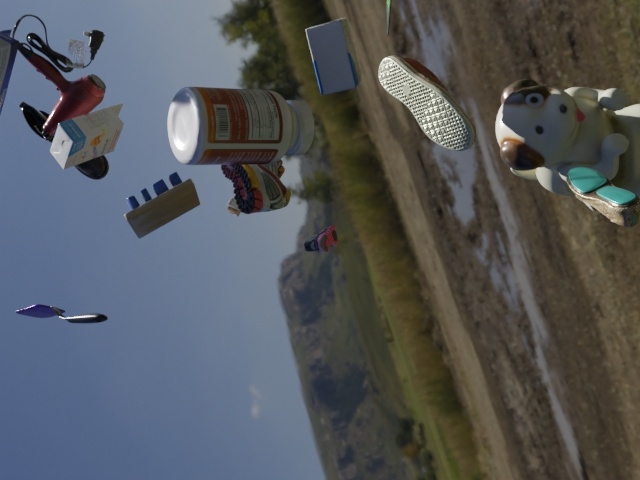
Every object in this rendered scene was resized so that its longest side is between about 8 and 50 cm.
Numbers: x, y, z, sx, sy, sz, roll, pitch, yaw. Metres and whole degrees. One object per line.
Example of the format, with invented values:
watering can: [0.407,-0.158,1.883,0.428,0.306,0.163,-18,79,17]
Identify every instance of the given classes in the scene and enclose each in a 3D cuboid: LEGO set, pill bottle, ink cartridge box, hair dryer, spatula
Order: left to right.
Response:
ink cartridge box: [-0.711,-0.321,1.744,0.311,0.065,0.185,-73,8,-67]
hair dryer: [-0.644,-0.402,2.111,0.080,0.224,0.293,-76,-4,-70]
spatula: [-0.568,0.167,1.897,0.084,0.297,0.030,22,-106,-48]
ink cartridge box: [-0.528,-0.245,1.983,0.061,0.181,0.104,50,137,11]
pill bottle: [-0.123,-0.181,1.359,0.121,0.216,0.121,8,99,55]
LEGO set: [-0.227,-0.209,2.581,0.107,0.132,0.286,157,112,-72]
ink cartridge box: [0.033,-0.415,1.904,0.203,0.086,0.148,-72,-32,-74]

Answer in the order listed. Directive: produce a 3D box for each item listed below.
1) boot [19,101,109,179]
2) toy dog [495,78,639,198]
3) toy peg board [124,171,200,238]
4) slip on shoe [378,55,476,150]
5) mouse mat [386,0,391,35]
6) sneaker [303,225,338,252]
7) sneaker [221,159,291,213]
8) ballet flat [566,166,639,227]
boot: [-0.760,-0.289,2.508,0.263,0.091,0.229,43,-178,8]
toy dog: [0.612,-0.268,2.158,0.408,0.395,0.284,18,-99,-44]
toy peg board: [-0.360,-0.094,1.873,0.079,0.161,0.160,57,170,11]
slip on shoe: [0.270,-0.338,2.045,0.331,0.101,0.123,51,138,33]
mouse mat: [0.162,-0.587,2.002,0.189,0.007,0.152,-84,-4,-54]
sneaker: [0.000,0.000,1.798,0.119,0.057,0.047,-28,-76,-67]
sneaker: [-0.119,-0.130,1.527,0.088,0.093,0.225,-63,38,41]
ballet flat: [0.525,-0.077,1.588,0.206,0.073,0.067,-117,6,-64]
